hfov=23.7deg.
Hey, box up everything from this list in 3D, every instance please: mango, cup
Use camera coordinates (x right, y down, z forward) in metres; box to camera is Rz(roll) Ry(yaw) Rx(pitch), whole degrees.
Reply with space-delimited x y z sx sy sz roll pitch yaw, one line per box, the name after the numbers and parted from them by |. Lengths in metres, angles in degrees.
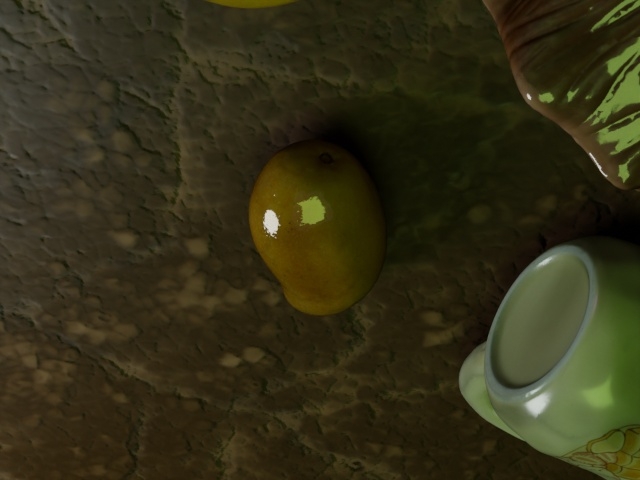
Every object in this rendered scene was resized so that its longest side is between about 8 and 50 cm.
0.000 0.000 1.162 0.102 0.085 0.184 0 139 6 | mango
0.229 0.098 1.212 0.202 0.255 0.173 28 87 -22 | cup

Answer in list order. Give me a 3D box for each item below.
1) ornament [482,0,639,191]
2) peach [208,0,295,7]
0.233 -0.173 0.912 0.217 0.221 0.235 -42 158 30 | ornament
-0.041 -0.224 0.941 0.179 0.103 0.179 1 135 1 | peach
